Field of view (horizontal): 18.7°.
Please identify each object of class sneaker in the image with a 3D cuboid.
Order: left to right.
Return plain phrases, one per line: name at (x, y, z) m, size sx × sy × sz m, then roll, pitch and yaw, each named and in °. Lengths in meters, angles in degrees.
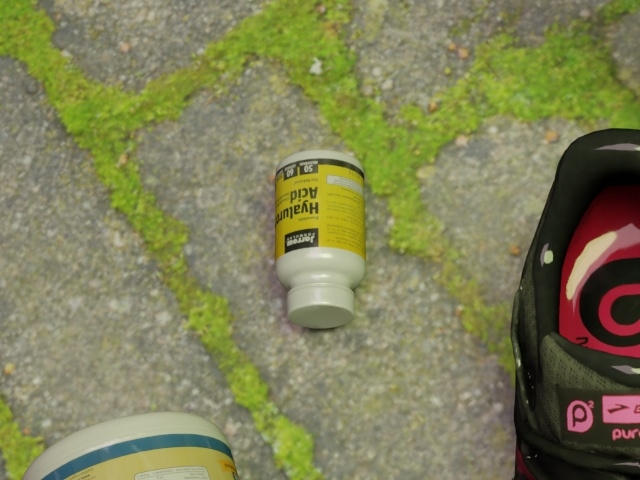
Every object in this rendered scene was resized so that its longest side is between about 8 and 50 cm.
sneaker at (0.178, 0.151, 1.170) m, size 0.185 × 0.202 × 0.483 m, roll -9°, pitch 65°, yaw 14°

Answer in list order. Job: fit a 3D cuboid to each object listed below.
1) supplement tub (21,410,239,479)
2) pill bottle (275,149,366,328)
supplement tub at (-0.106, 0.227, 1.258) m, size 0.144 × 0.144 × 0.200 m, roll -22°, pitch 63°, yaw 7°
pill bottle at (0.000, 0.000, 1.369) m, size 0.065 × 0.065 × 0.116 m, roll -8°, pitch 66°, yaw 14°
